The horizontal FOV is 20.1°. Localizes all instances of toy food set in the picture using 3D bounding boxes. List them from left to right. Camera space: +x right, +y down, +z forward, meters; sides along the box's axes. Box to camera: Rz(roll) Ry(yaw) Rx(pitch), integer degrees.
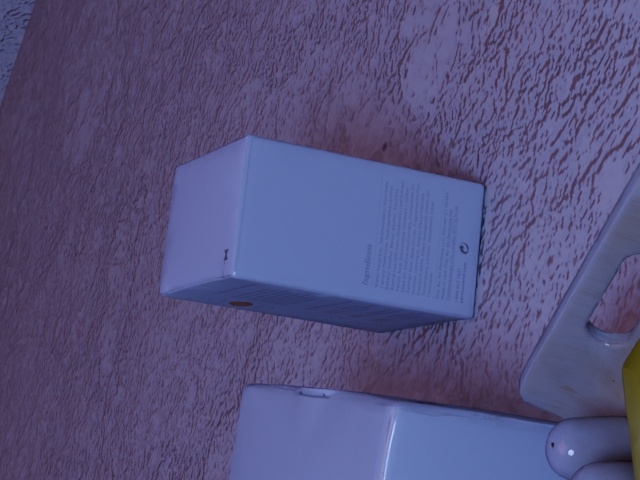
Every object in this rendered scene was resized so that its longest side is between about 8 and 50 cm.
[{"bbox_3d":[0.134,0.137,0.767,0.220,0.092,0.306,109,164,-52],"label":"toy food set"}]

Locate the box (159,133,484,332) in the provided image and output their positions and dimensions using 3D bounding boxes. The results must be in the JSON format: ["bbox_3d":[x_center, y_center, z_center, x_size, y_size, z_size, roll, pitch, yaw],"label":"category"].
[{"bbox_3d":[0.000,0.000,1.174,0.130,0.170,0.091,-15,66,63],"label":"box"}]

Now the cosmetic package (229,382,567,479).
[{"bbox_3d":[0.031,0.278,1.006,0.217,0.156,0.385,1,80,66],"label":"cosmetic package"}]
